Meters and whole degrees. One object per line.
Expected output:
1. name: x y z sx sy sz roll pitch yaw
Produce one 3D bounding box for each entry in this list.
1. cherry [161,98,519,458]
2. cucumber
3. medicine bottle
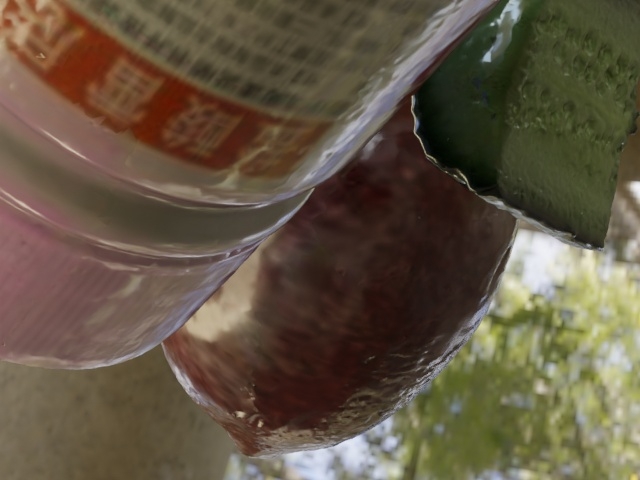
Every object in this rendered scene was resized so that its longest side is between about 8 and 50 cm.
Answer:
1. cherry: 0.000 0.000 1.127 0.230 0.203 0.300 30 -73 39
2. cucumber: 0.091 -0.064 0.803 0.062 0.116 0.115 11 -6 33
3. medicine bottle: -0.042 -0.117 0.633 0.202 0.202 0.316 32 -52 -14
